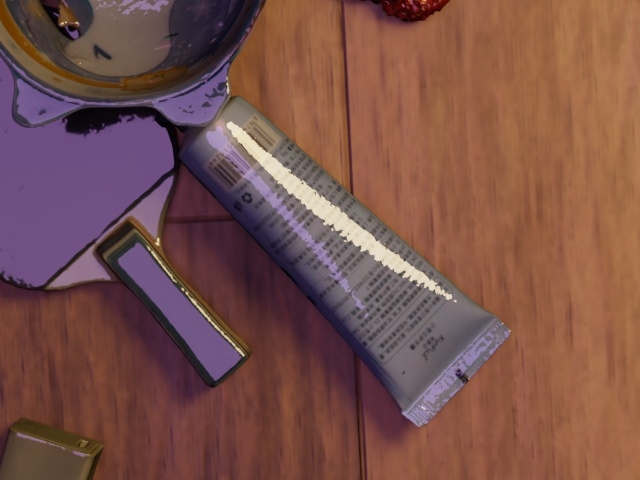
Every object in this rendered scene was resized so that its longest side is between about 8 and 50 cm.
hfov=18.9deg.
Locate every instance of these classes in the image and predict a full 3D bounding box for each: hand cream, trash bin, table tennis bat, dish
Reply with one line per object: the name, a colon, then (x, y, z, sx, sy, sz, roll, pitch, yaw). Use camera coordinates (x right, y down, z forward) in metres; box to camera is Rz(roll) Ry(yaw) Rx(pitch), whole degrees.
hand cream: (0.000, 0.000, 1.270, 0.271, 0.058, 0.091, 44, 83, -3)
trash bin: (-0.190, 0.174, 1.293, 0.061, 0.043, 0.092, 17, 95, 2)
table tennis bat: (-0.155, -0.026, 1.291, 0.173, 0.022, 0.301, -42, 89, 4)
dish: (-0.139, -0.181, 1.248, 0.227, 0.086, 0.236, -4, 86, 2)

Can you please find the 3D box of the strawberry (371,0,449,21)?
strawberry: (0.032, -0.212, 1.260, 0.104, 0.048, 0.152, -41, 87, 8)
